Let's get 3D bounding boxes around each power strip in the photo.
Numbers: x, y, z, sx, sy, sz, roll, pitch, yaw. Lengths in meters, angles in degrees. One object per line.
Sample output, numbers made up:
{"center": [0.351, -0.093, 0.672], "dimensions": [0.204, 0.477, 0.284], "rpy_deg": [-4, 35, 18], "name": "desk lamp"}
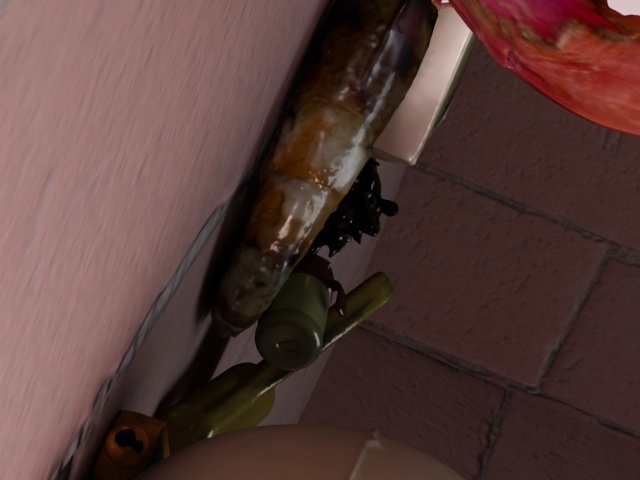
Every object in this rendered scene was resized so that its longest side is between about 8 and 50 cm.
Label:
{"center": [-0.111, 0.133, 1.069], "dimensions": [0.178, 0.028, 0.049], "rpy_deg": [102, 11, -72], "name": "power strip"}

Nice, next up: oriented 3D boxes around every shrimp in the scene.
{"center": [0.015, -0.094, 1.257], "dimensions": [0.365, 0.071, 0.233], "rpy_deg": [-64, -179, -14], "name": "shrimp"}
{"center": [-0.008, -0.003, 1.511], "dimensions": [0.289, 0.075, 0.178], "rpy_deg": [-105, -141, -75], "name": "shrimp"}

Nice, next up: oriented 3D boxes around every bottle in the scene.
{"center": [-0.012, 0.046, 1.260], "dimensions": [0.101, 0.063, 0.047], "rpy_deg": [-70, 167, -58], "name": "bottle"}

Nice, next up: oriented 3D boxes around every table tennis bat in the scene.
{"center": [-0.045, 0.102, 1.340], "dimensions": [0.198, 0.050, 0.321], "rpy_deg": [-37, 180, 22], "name": "table tennis bat"}

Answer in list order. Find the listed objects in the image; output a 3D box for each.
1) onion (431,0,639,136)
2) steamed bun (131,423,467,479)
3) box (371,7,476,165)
{"center": [0.144, -0.212, 0.736], "dimensions": [0.353, 0.353, 0.354], "rpy_deg": [23, 90, -86], "name": "onion"}
{"center": [-0.030, 0.272, 0.936], "dimensions": [0.374, 0.334, 0.334], "rpy_deg": [-55, 169, -46], "name": "steamed bun"}
{"center": [0.081, -0.169, 1.505], "dimensions": [0.212, 0.095, 0.168], "rpy_deg": [-54, 169, -72], "name": "box"}
